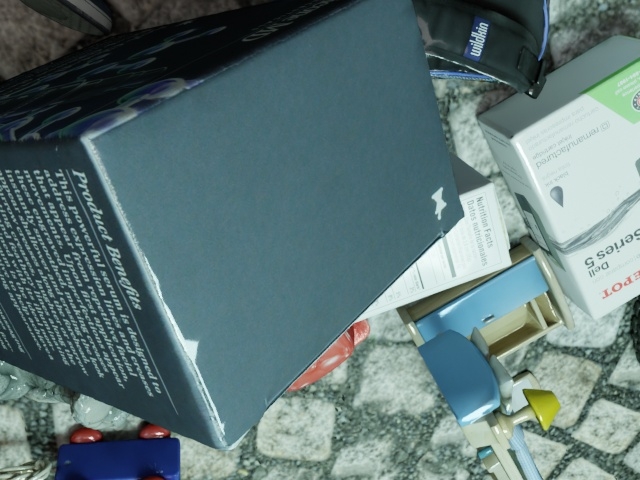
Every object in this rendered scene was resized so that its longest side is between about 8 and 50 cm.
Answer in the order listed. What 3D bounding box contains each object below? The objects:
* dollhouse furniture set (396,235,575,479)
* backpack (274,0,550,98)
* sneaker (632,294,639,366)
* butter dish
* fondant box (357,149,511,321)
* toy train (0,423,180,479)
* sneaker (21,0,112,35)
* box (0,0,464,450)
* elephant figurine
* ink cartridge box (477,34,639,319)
[{"bbox_3d":[0.262,0.189,0.876,0.198,0.303,0.286,-30,114,4],"label":"dollhouse furniture set"},{"bbox_3d":[0.080,-0.280,0.705,0.263,0.213,0.277,-4,107,-17],"label":"backpack"},{"bbox_3d":[0.537,0.062,0.966,0.146,0.134,0.344,15,108,-16],"label":"sneaker"},{"bbox_3d":[-0.027,0.120,0.896,0.160,0.118,0.160,-32,113,4],"label":"butter dish"},{"bbox_3d":[0.000,0.000,0.786,0.330,0.238,0.096,-19,113,-2],"label":"fondant box"},{"bbox_3d":[-0.305,0.326,0.948,0.248,0.105,0.143,-1,125,-10],"label":"toy train"},{"bbox_3d":[-0.259,-0.314,0.694,0.226,0.086,0.163,37,73,-50],"label":"sneaker"},{"bbox_3d":[-0.139,-0.046,0.608,0.293,0.395,0.212,-39,122,-39],"label":"box"},{"bbox_3d":[-0.331,0.127,0.834,0.239,0.186,0.170,-2,78,18],"label":"elephant figurine"},{"bbox_3d":[0.343,-0.073,0.885,0.198,0.115,0.273,-31,113,2],"label":"ink cartridge box"}]
